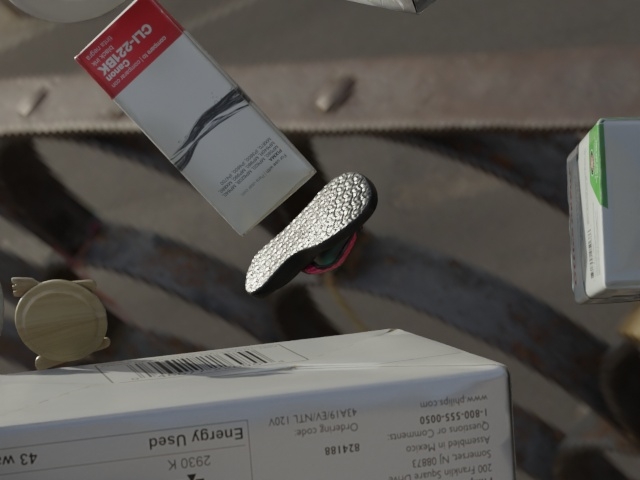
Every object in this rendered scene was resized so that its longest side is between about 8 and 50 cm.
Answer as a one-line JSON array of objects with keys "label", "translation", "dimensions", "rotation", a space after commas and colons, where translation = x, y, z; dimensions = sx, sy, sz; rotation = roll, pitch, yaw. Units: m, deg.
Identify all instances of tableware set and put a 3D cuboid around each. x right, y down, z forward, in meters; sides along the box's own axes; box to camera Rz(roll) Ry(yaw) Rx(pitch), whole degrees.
[{"label": "tableware set", "translation": [-0.204, 0.102, 1.256], "dimensions": [0.141, 0.169, 0.020], "rotation": [-15, 25, 8]}]

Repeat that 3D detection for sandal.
[{"label": "sandal", "translation": [0.000, 0.000, 1.449], "dimensions": [0.179, 0.040, 0.067], "rotation": [-38, 30, 47]}]

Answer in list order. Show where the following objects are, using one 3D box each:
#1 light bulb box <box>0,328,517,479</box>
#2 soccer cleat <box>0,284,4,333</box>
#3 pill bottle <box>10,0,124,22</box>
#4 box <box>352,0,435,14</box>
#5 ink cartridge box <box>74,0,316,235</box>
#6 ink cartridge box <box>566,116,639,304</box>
[{"label": "light bulb box", "translation": [-0.065, 0.263, 1.152], "dimensions": [0.225, 0.358, 0.361], "rotation": [-167, 72, -75]}, {"label": "soccer cleat", "translation": [-0.321, 0.096, 0.929], "dimensions": [0.331, 0.116, 0.143], "rotation": [-32, 6, 6]}, {"label": "pill bottle", "translation": [-0.250, -0.315, 1.550], "dimensions": [0.146, 0.146, 0.264], "rotation": [-43, 45, 10]}, {"label": "box", "translation": [0.073, -0.303, 1.714], "dimensions": [0.183, 0.056, 0.231], "rotation": [-40, 36, -25]}, {"label": "ink cartridge box", "translation": [-0.139, -0.143, 2.001], "dimensions": [0.114, 0.273, 0.197], "rotation": [-44, 5, 1]}, {"label": "ink cartridge box", "translation": [0.285, -0.023, 1.632], "dimensions": [0.208, 0.087, 0.153], "rotation": [87, -179, -85]}]
